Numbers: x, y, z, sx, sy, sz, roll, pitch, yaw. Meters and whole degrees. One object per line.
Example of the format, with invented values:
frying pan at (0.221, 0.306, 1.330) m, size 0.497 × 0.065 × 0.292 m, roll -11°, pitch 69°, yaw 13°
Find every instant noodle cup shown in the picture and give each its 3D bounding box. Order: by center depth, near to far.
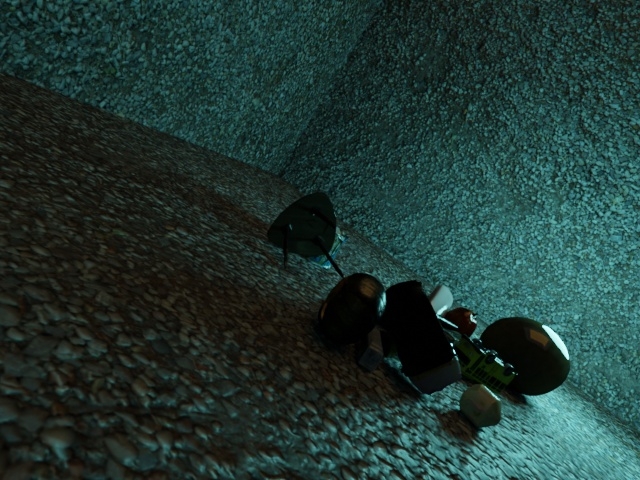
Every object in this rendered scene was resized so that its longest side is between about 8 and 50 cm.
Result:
instant noodle cup at (0.000, 0.000, 2.050) m, size 0.240 × 0.178 × 0.240 m, roll 32°, pitch 11°, yaw -7°

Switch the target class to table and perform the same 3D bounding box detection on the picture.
table at (-0.024, -0.011, 1.748) m, size 0.317 × 0.317 × 0.249 m, roll 27°, pitch 20°, yaw -30°

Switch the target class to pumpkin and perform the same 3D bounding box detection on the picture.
pumpkin at (0.097, 0.206, 1.286) m, size 0.159 × 0.238 × 0.238 m, roll 37°, pitch 10°, yaw -1°

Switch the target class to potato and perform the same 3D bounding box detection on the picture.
potato at (0.228, 0.347, 1.469) m, size 0.096 × 0.066 × 0.103 m, roll 44°, pitch 12°, yaw 32°

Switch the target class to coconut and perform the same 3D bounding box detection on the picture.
coconut at (0.508, 0.526, 1.345) m, size 0.116 × 0.116 × 0.122 m, roll 23°, pitch 10°, yaw -42°

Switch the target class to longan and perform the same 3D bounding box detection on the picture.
longan at (0.969, 0.544, 2.052) m, size 0.404 × 0.336 × 0.405 m, roll 3°, pitch 38°, yaw -2°

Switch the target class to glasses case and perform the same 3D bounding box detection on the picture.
glasses case at (0.599, 0.337, 2.208) m, size 0.113 × 0.075 × 0.297 m, roll 54°, pitch 46°, yaw -2°

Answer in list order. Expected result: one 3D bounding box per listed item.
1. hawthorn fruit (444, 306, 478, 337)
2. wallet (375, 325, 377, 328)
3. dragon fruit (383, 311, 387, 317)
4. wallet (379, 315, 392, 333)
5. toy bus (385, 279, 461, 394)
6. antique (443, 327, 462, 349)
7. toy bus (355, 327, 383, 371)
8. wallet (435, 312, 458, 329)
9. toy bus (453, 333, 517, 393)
hawthorn fruit at (0.710, 0.429, 2.191) m, size 0.173 × 0.179 × 0.173 m, roll 46°, pitch -11°, yaw 11°
wallet at (0.121, 0.273, 1.577) m, size 0.182 × 0.032 × 0.124 m, roll 25°, pitch 13°, yaw -28°
dragon fruit at (0.386, 0.308, 1.698) m, size 0.262 × 0.134 × 0.211 m, roll 40°, pitch 15°, yaw 18°
wallet at (0.290, 0.332, 1.763) m, size 0.318 × 0.045 × 0.172 m, roll 41°, pitch 17°, yaw 30°
toy bus at (0.321, 0.310, 1.418) m, size 0.386 × 0.171 × 0.162 m, roll -100°, pitch 166°, yaw -57°
antique at (0.588, 0.462, 1.941) m, size 0.183 × 0.086 × 0.088 m, roll 22°, pitch 14°, yaw -44°
toy bus at (0.152, 0.324, 1.311) m, size 0.064 × 0.075 × 0.190 m, roll 33°, pitch 10°, yaw -2°
wallet at (0.443, 0.335, 1.942) m, size 0.377 × 0.051 × 0.197 m, roll 30°, pitch -24°, yaw -32°
toy bus at (0.662, 0.510, 1.766) m, size 0.262 × 0.150 × 0.128 m, roll 34°, pitch 8°, yaw -24°
